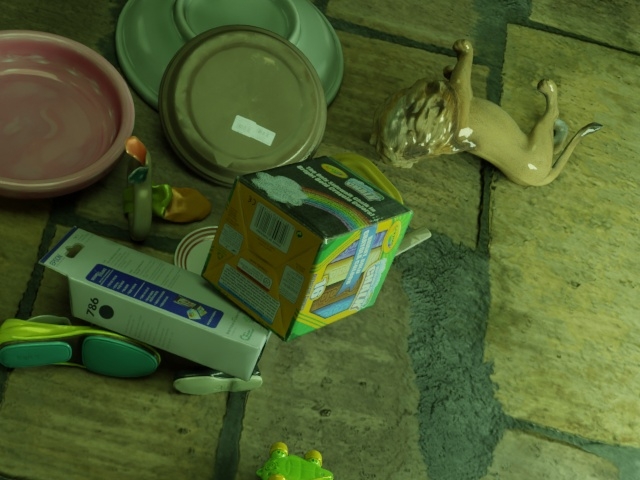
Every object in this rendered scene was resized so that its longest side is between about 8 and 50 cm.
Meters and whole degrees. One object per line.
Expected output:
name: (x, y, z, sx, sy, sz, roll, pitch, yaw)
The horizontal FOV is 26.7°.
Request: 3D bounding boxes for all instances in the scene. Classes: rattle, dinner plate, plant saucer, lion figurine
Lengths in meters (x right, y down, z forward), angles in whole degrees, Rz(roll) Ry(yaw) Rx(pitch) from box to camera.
rattle: (-0.227, -0.082, 2.011, 0.143, 0.199, 0.130, 13, 52, -6)
dinner plate: (-0.153, 0.038, 2.058, 0.141, 0.017, 0.141, 8, 51, -10)
plant saucer: (-0.459, -0.185, 2.104, 0.332, 0.084, 0.332, 7, 51, -9)
plant saucer: (-0.147, -0.354, 2.306, 0.401, 0.100, 0.400, 8, 51, -10)
plant saucer: (-0.121, -0.219, 2.174, 0.278, 0.041, 0.277, 2, 80, -14)
lion figurine: (0.283, -0.180, 2.266, 0.392, 0.142, 0.240, 20, 58, -5)

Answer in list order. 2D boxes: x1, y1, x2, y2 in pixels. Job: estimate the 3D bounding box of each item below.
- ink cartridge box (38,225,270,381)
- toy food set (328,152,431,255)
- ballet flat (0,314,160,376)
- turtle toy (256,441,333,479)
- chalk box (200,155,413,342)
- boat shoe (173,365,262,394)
ink cartridge box: (-0.231, 0.087, 1.928, 0.333, 0.065, 0.165, 22, 22, 2)
toy food set: (0.067, -0.038, 2.151, 0.128, 0.071, 0.218, -36, 65, -8)
ballet flat: (-0.340, 0.140, 1.898, 0.231, 0.077, 0.077, 4, 39, -10)
turtle toy: (-0.026, 0.334, 1.834, 0.130, 0.066, 0.095, 15, 28, -6)
chalk box: (0.000, 0.000, 1.987, 0.180, 0.179, 0.289, 36, 29, 26)
boat shoe: (-0.149, 0.192, 1.922, 0.133, 0.049, 0.042, -2, 58, -25)
